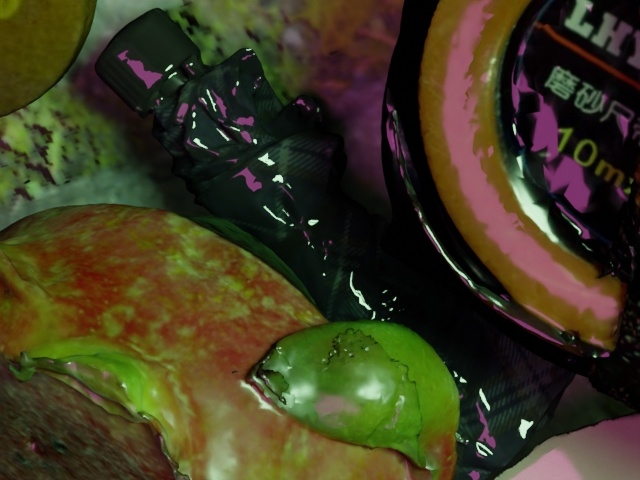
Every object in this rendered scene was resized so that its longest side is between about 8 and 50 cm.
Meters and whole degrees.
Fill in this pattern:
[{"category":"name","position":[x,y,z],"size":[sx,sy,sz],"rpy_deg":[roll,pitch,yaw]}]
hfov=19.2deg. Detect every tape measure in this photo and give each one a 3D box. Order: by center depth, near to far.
[{"category":"tape measure","position":[0.127,-0.049,0.615],"size":[0.202,0.135,0.223],"rpy_deg":[32,125,14]}]

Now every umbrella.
[{"category":"umbrella","position":[-0.002,0.002,0.740],"size":[0.224,0.080,0.071],"rpy_deg":[45,160,-4]}]

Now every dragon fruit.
[{"category":"dragon fruit","position":[-0.075,0.098,0.721],"size":[0.268,0.130,0.295],"rpy_deg":[-1,122,39]}]

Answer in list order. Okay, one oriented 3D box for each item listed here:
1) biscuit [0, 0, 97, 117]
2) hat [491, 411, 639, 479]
[{"category":"biscuit","position":[-0.166,-0.153,0.729],"size":[0.180,0.039,0.236],"rpy_deg":[-5,119,24]},{"category":"hat","position":[0.156,0.197,0.740],"size":[0.232,0.161,0.275],"rpy_deg":[-25,97,31]}]
